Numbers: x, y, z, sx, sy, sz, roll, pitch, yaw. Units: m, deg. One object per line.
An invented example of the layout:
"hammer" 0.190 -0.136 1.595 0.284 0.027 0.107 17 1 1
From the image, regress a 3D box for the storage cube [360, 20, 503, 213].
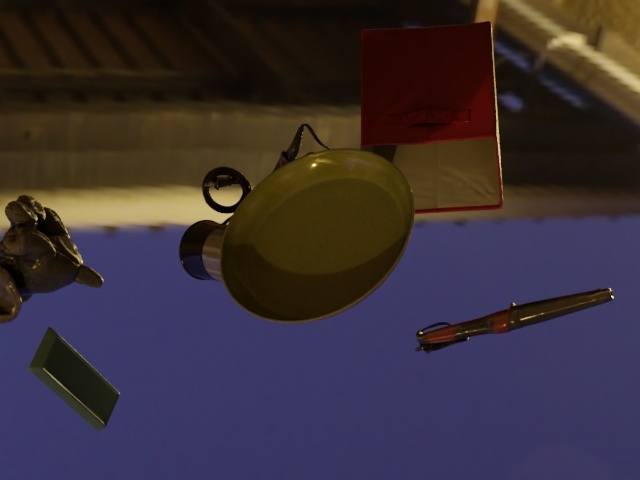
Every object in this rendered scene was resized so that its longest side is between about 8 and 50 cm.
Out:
"storage cube" 0.152 -0.165 2.018 0.183 0.215 0.193 -3 -118 8

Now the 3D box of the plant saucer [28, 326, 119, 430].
"plant saucer" -0.334 0.194 2.021 0.018 0.192 0.067 6 -120 30

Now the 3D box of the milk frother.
"milk frother" -0.112 -0.018 1.962 0.129 0.143 0.134 -28 -159 -32

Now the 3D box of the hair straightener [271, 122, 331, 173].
"hair straightener" -0.038 -0.080 1.999 0.089 0.230 0.047 -8 -125 -26

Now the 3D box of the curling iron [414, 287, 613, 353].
"curling iron" 0.244 0.097 1.889 0.274 0.035 0.068 -18 -176 26

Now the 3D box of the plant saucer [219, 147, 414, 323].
"plant saucer" 0.000 0.000 1.680 0.240 0.037 0.241 -14 -129 18

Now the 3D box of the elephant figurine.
"elephant figurine" -0.513 0.053 2.348 0.186 0.239 0.169 58 -165 28
